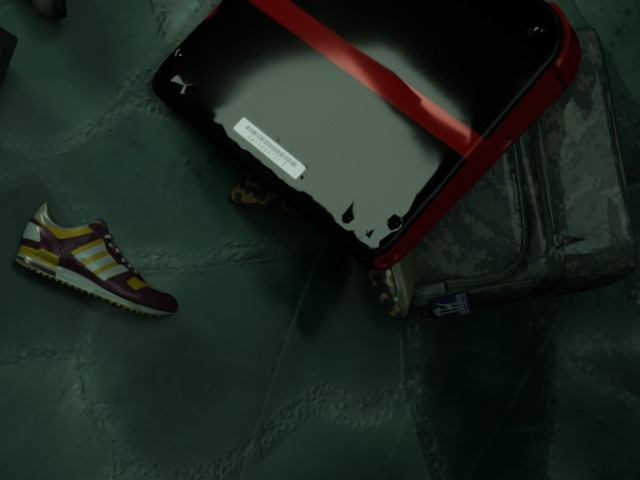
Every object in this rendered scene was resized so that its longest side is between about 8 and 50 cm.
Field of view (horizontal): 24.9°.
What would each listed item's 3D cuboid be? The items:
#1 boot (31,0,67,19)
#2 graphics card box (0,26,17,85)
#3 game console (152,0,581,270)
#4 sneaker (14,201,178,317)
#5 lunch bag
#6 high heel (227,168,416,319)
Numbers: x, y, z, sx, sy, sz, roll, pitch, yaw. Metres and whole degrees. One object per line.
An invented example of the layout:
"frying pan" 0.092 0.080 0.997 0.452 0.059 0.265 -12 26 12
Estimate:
"boot" -0.386 -0.328 1.580 0.161 0.083 0.246 -24 84 -10
"graphics card box" -0.497 -0.177 1.423 0.371 0.094 0.232 31 72 -45
"game console" 0.047 -0.190 1.565 0.386 0.060 0.342 39 85 30
"sneaker" -0.233 0.022 1.572 0.186 0.069 0.083 22 83 -12
"lunch bag" 0.203 -0.072 1.638 0.256 0.212 0.305 -8 84 2
"high heel" 0.000 0.000 1.575 0.186 0.093 0.261 -25 57 17
